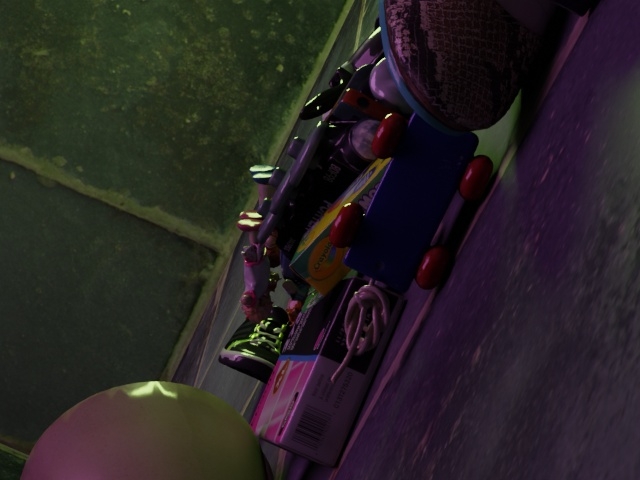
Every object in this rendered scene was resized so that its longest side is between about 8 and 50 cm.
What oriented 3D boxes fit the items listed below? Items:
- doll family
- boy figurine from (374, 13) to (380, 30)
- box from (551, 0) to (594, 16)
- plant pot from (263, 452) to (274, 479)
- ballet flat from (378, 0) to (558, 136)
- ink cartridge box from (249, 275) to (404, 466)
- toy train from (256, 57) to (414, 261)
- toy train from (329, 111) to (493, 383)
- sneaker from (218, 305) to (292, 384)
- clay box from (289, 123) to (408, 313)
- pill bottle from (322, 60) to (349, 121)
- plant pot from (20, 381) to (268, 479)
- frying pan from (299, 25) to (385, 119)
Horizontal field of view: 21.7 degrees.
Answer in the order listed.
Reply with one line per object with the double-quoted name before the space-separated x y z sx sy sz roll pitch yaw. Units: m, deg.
"doll family" -0.034 0.016 2.096 0.263 0.118 0.163 -79 -15 -67
"boy figurine" 0.120 -0.334 2.292 0.285 0.092 0.177 -80 13 -54
"box" 0.218 -0.296 1.336 0.158 0.093 0.156 -58 10 44
"plant pot" -0.150 0.287 1.855 0.180 0.201 0.201 -31 33 53
"ballet flat" 0.154 -0.256 1.541 0.182 0.164 0.483 -42 13 20
"ink cartridge box" -0.005 0.136 1.737 0.371 0.069 0.176 142 152 -81
"toy train" 0.031 -0.084 1.872 0.190 0.142 0.334 -63 2 -25
"toy train" 0.065 0.002 1.504 0.248 0.105 0.143 -65 -4 10
"sneaker" -0.084 0.132 2.282 0.097 0.084 0.235 -64 6 2
"clay box" 0.046 -0.032 1.647 0.222 0.053 0.127 -46 6 14
"pill bottle" 0.047 -0.190 2.406 0.078 0.078 0.137 122 170 -50
"plant pot" -0.148 0.312 1.588 0.256 0.256 0.274 -64 23 16
"frying pan" 0.040 -0.186 2.065 0.326 0.053 0.197 -38 -16 -36
